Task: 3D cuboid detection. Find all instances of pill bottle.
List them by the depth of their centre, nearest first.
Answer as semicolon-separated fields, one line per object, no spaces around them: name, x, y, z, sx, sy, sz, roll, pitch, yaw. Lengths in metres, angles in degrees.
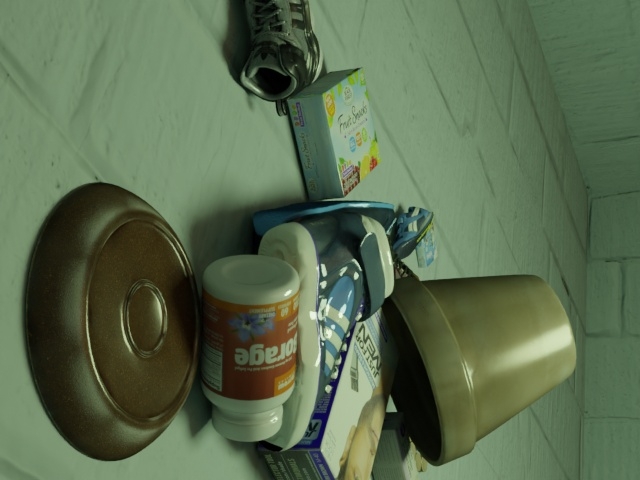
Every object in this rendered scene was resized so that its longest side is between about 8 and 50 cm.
pill bottle;-0.089;0.136;1.346;0.121;0.121;0.216;-48;144;-60

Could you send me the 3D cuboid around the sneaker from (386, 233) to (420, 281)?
sneaker;0.147;0.066;2.008;0.072;0.077;0.178;-59;137;-56

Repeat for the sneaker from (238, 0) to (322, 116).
sneaker;-0.071;-0.311;1.546;0.153;0.101;0.269;-71;150;-49

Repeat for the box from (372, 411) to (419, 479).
box;0.146;0.460;1.932;0.063;0.067;0.324;-51;131;-60

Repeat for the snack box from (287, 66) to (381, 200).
snack box;0.027;-0.180;1.790;0.207;0.070;0.175;-46;127;-62

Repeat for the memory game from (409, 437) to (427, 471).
memory game;0.194;0.367;2.136;0.186;0.012;0.186;-5;90;-67

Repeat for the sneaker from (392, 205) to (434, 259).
sneaker;0.170;-0.016;2.123;0.144;0.059;0.053;-48;162;-41

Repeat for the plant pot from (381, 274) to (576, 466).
plant pot;0.268;0.186;1.845;0.323;0.280;0.323;162;-90;-79

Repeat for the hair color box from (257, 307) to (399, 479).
hair color box;0.023;0.239;1.642;0.339;0.110;0.185;-69;147;-43

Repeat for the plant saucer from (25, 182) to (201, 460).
plant saucer;-0.211;0.088;1.201;0.310;0.050;0.311;-4;90;-67

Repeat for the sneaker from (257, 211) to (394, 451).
sneaker;0.020;0.120;1.499;0.236;0.130;0.323;-6;104;-44

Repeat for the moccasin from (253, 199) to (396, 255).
moccasin;0.000;0.000;1.650;0.342;0.137;0.117;-10;99;-53

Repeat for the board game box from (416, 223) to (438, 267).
board game box;0.222;0.003;2.271;0.090;0.020;0.090;-38;121;-64
